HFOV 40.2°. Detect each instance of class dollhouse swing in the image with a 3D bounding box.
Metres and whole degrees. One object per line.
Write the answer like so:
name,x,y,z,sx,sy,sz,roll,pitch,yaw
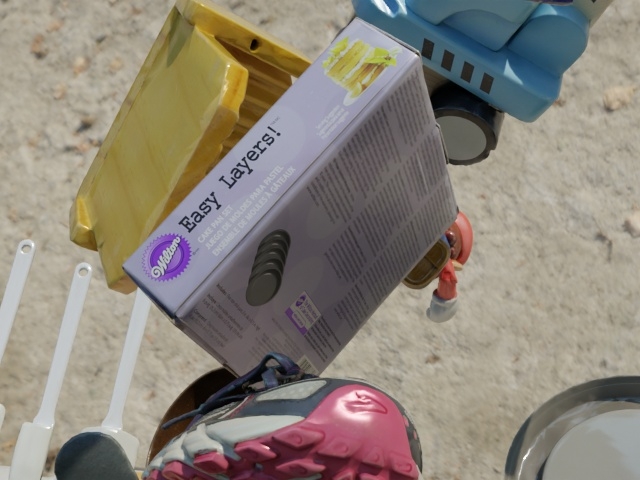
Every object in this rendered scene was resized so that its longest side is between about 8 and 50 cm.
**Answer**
dollhouse swing,-0.128,-0.092,1.131,0.305,0.315,0.347,43,107,43

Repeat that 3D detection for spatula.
spatula,-0.238,0.124,0.804,0.168,0.019,0.242,12,66,-6

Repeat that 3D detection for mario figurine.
mario figurine,0.137,0.021,1.344,0.170,0.320,0.198,9,88,15

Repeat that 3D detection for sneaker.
sneaker,-0.024,0.110,0.457,0.120,0.299,0.112,26,67,-5

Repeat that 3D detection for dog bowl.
dog bowl,0.421,0.346,1.151,0.348,0.102,0.349,-12,42,11

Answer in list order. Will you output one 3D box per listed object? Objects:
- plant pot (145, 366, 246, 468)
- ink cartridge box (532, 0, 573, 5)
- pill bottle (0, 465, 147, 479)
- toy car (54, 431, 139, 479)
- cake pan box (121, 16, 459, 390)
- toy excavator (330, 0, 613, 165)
plant pot,-0.085,0.322,1.209,0.215,0.230,0.215,-28,39,26
ink cartridge box,0.038,-0.196,0.265,0.045,0.223,0.224,10,103,47
pill bottle,-0.206,0.315,0.908,0.278,0.162,0.162,11,63,-15
toy car,-0.053,0.165,0.315,0.188,0.149,0.155,45,66,1
cake pan box,0.000,0.000,0.687,0.070,0.267,0.246,39,82,27
toy excavator,0.270,-0.287,1.029,0.432,0.445,0.222,28,55,-8
